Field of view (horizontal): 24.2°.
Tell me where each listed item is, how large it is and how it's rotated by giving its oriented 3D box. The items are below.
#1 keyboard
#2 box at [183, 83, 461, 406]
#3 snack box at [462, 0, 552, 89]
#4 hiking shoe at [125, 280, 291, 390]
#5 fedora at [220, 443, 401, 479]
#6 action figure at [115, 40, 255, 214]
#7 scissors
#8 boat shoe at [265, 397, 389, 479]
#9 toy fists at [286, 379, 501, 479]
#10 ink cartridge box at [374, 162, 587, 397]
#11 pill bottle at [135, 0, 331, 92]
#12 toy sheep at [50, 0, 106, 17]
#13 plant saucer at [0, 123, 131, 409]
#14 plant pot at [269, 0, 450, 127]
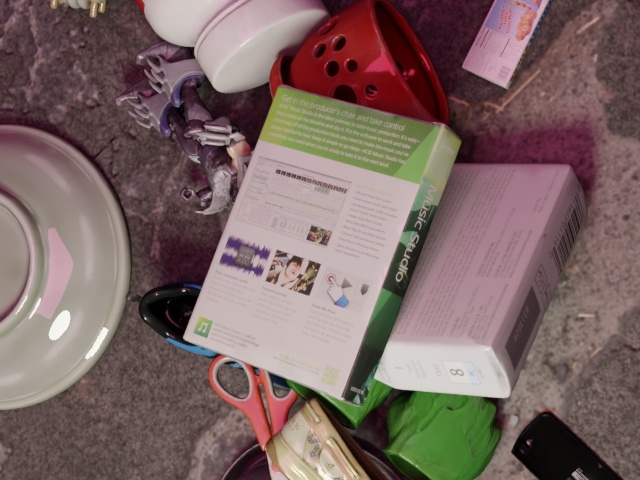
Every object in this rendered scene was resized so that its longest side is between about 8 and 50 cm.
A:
[{"bbox_3d":[0.308,0.306,1.814,0.100,0.038,0.192,-41,73,-13],"label":"keyboard"},{"bbox_3d":[0.000,0.000,1.686,0.232,0.058,0.322,18,86,33],"label":"box"},{"bbox_3d":[0.246,-0.283,1.873,0.064,0.022,0.178,28,95,19],"label":"snack box"},{"bbox_3d":[-0.092,0.126,1.897,0.304,0.132,0.113,12,90,17],"label":"hiking shoe"},{"bbox_3d":[-0.026,0.367,1.864,0.276,0.124,0.243,18,93,19],"label":"fedora"},{"bbox_3d":[-0.151,-0.123,1.933,0.285,0.099,0.185,53,147,26],"label":"action figure"},{"bbox_3d":[-0.045,0.251,1.806,0.109,0.021,0.297,-23,77,3],"label":"scissors"},{"bbox_3d":[0.067,0.304,1.760,0.285,0.104,0.089,40,96,-10],"label":"boat shoe"},{"bbox_3d":[0.094,0.187,1.814,0.279,0.096,0.142,38,70,-3],"label":"toy fists"},{"bbox_3d":[0.092,0.037,1.791,0.385,0.091,0.308,1,44,32],"label":"ink cartridge box"},{"bbox_3d":[-0.162,-0.400,1.907,0.229,0.229,0.407,-35,76,13],"label":"pill bottle"},{"bbox_3d":[-0.323,-0.354,2.036,0.132,0.091,0.091,12,90,5],"label":"toy sheep"},{"bbox_3d":[-0.458,0.034,2.044,0.401,0.100,0.400,-1,86,18],"label":"plant saucer"},{"bbox_3d":[0.042,-0.184,1.847,0.174,0.191,0.191,-27,78,17],"label":"plant pot"}]
